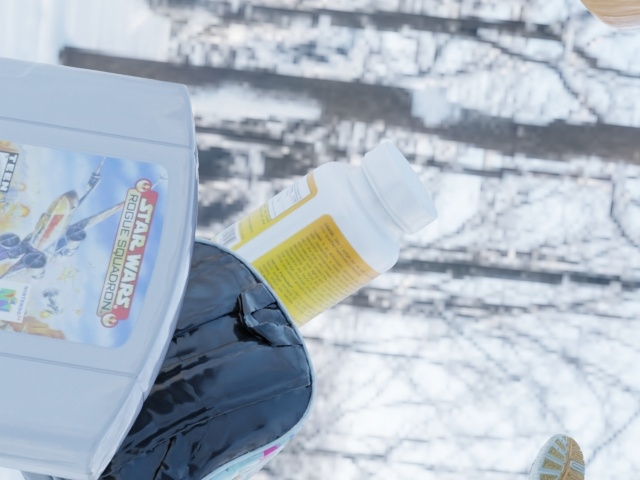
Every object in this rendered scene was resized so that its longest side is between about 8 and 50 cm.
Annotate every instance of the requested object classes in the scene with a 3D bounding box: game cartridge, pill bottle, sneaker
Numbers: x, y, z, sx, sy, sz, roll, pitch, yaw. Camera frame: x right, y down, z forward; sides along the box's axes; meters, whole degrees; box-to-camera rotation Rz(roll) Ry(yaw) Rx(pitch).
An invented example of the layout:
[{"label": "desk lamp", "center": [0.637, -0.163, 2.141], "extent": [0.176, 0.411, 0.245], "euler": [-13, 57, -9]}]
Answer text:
[{"label": "game cartridge", "center": [-0.189, 0.009, 1.022], "extent": [0.062, 0.198, 0.297], "euler": [84, 14, -61]}, {"label": "pill bottle", "center": [0.000, 0.000, 1.639], "extent": [0.136, 0.245, 0.136], "euler": [53, 13, -18]}, {"label": "sneaker", "center": [0.116, 0.143, 0.804], "extent": [0.037, 0.032, 0.083], "euler": [-40, -156, 57]}]

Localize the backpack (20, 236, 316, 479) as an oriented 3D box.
[{"label": "backpack", "center": [-0.141, 0.123, 1.239], "extent": [0.225, 0.253, 0.191], "euler": [56, -33, 14]}]

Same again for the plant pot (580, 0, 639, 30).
[{"label": "plant pot", "center": [0.267, -0.283, 0.904], "extent": [0.291, 0.203, 0.291], "euler": [4, 85, -56]}]
